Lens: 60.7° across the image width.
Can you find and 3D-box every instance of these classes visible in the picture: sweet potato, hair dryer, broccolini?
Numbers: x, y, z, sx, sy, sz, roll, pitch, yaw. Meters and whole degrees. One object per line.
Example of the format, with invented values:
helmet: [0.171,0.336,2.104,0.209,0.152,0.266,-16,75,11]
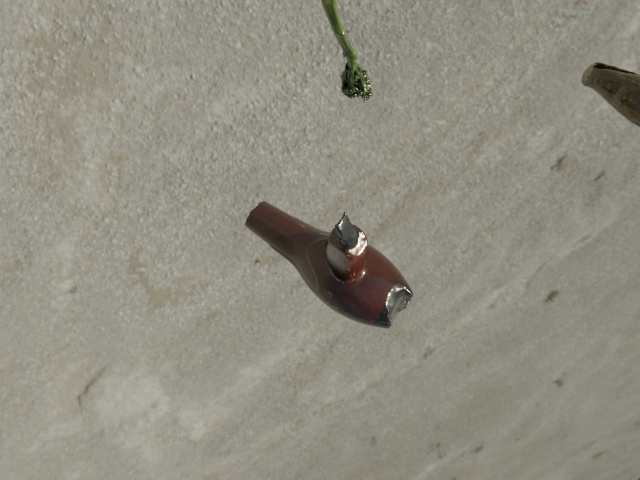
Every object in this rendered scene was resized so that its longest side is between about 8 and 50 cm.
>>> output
sweet potato: [0.551,-0.206,0.855,0.285,0.112,0.085,19,129,15]
hair dryer: [0.000,0.000,0.813,0.123,0.312,0.340,-53,167,-12]
broccolini: [0.035,-0.226,0.662,0.044,0.042,0.218,-4,171,9]

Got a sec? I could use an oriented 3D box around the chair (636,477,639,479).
chair: [0.273,0.271,0.451,0.274,0.191,0.203,-23,172,-1]
